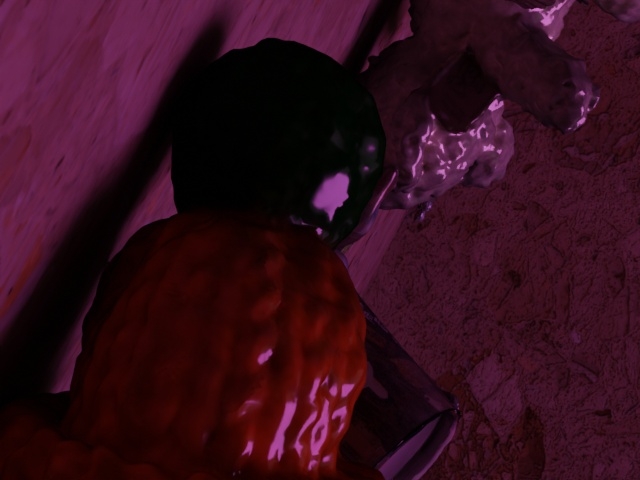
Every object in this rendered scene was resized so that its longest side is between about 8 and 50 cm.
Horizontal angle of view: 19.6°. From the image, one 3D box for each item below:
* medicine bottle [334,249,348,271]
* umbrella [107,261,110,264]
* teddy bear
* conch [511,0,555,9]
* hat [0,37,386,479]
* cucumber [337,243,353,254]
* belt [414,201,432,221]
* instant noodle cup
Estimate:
[{"bbox_3d":[-0.068,0.077,1.442,0.188,0.119,0.094,-60,174,-20],"label":"medicine bottle"},{"bbox_3d":[-0.133,0.045,1.221,0.149,0.022,0.022,101,-24,-72],"label":"umbrella"},{"bbox_3d":[0.185,-0.133,1.821,0.327,0.375,0.362,-162,-96,-67],"label":"teddy bear"},{"bbox_3d":[0.171,-0.288,1.554,0.163,0.245,0.178,-18,121,-29],"label":"conch"},{"bbox_3d":[-0.039,0.089,1.077,0.285,0.285,0.400,11,104,-84],"label":"hat"},{"bbox_3d":[0.000,0.000,1.992,0.115,0.063,0.244,-57,177,35],"label":"cucumber"},{"bbox_3d":[0.128,-0.124,2.412,0.179,0.100,0.065,-62,179,-23],"label":"belt"},{"bbox_3d":[0.010,0.160,1.840,0.217,0.207,0.217,-38,159,-17],"label":"instant noodle cup"}]
